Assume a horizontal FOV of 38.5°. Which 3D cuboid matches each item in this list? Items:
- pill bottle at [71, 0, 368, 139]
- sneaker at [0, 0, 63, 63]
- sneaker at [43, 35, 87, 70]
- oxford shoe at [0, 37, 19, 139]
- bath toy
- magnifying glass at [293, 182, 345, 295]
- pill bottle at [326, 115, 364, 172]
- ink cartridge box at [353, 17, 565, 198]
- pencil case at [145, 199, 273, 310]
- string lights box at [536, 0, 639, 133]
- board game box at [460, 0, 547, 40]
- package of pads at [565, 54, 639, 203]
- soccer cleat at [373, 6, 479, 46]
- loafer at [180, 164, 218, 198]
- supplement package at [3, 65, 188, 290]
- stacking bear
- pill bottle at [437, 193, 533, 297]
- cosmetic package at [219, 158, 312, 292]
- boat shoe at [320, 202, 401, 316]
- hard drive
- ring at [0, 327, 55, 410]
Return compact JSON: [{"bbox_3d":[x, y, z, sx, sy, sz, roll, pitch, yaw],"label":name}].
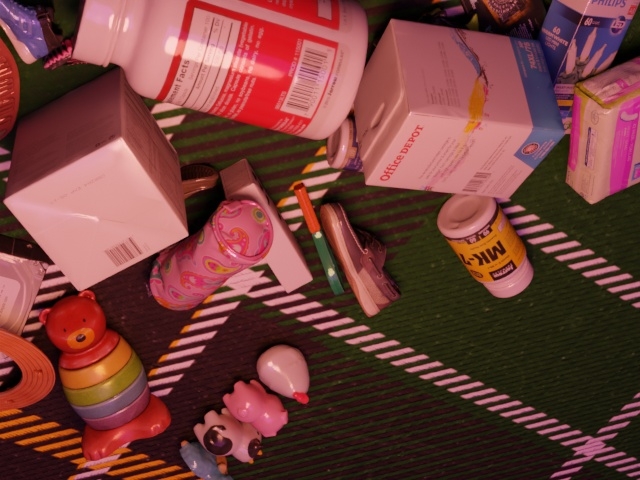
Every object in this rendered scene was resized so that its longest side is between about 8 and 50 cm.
[{"bbox_3d":[-0.153,-0.305,1.376,0.407,0.229,0.229,12,119,-20],"label":"pill bottle"},{"bbox_3d":[-0.449,-0.349,1.384,0.084,0.058,0.152,-27,121,3],"label":"sneaker"},{"bbox_3d":[-0.380,-0.295,1.447,0.119,0.047,0.057,-28,136,7],"label":"sneaker"},{"bbox_3d":[-0.547,-0.309,1.357,0.140,0.147,0.397,-22,144,-21],"label":"oxford shoe"},{"bbox_3d":[-0.135,0.364,1.882,0.348,0.129,0.151,-50,153,21],"label":"bath toy"},{"bbox_3d":[0.000,0.000,1.707,0.026,0.092,0.231,-21,114,5],"label":"magnifying glass"},{"bbox_3d":[0.103,-0.162,1.608,0.169,0.094,0.094,6,121,-17],"label":"pill bottle"},{"bbox_3d":[0.215,-0.210,1.498,0.269,0.197,0.198,4,149,-18],"label":"ink cartridge box"},{"bbox_3d":[-0.197,0.029,1.587,0.124,0.124,0.284,24,147,-25],"label":"pencil case"},{"bbox_3d":[0.431,-0.314,1.572,0.133,0.077,0.260,-6,127,-35],"label":"string lights box"},{"bbox_3d":[0.309,-0.394,1.545,0.126,0.026,0.186,-28,125,6],"label":"board game box"},{"bbox_3d":[0.582,-0.223,1.625,0.296,0.101,0.229,-24,136,-15],"label":"package of pads"},{"bbox_3d":[0.175,-0.349,1.522,0.178,0.060,0.072,-4,118,-4],"label":"soccer cleat"},{"bbox_3d":[-0.247,-0.093,1.602,0.147,0.056,0.050,-10,126,6],"label":"loafer"},{"bbox_3d":[-0.347,-0.103,1.442,0.199,0.263,0.198,-27,125,6],"label":"supplement package"},{"bbox_3d":[-0.419,0.234,1.715,0.175,0.164,0.289,-23,114,-8],"label":"stacking bear"},{"bbox_3d":[0.321,0.008,1.755,0.119,0.119,0.208,-34,123,10],"label":"pill bottle"},{"bbox_3d":[-0.096,-0.025,1.652,0.060,0.099,0.239,-27,125,6],"label":"cosmetic package"},{"bbox_3d":[0.079,0.027,1.729,0.092,0.103,0.285,-26,128,-1],"label":"boat shoe"},{"bbox_3d":[-0.676,0.074,1.607,0.338,0.064,0.237,19,116,-22],"label":"hard drive"},{"bbox_3d":[-0.654,0.224,1.667,0.336,0.032,0.337,-2,143,-1],"label":"ring"}]
